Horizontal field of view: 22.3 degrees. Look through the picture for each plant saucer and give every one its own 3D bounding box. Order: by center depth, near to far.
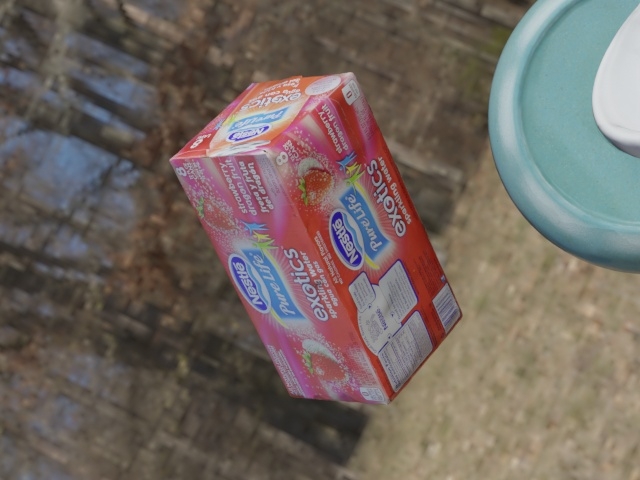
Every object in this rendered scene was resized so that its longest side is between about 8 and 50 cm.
[{"bbox_3d":[0.309,-0.128,1.525,0.318,0.317,0.043,-65,-19,1],"label":"plant saucer"}]

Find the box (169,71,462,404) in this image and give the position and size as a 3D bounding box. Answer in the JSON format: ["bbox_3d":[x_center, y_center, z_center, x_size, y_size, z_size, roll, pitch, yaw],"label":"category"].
[{"bbox_3d":[0.000,0.000,1.367,0.128,0.122,0.257,-47,-58,-37],"label":"box"}]

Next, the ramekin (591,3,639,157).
[{"bbox_3d":[0.362,-0.140,1.303,0.273,0.127,0.273,-37,25,20],"label":"ramekin"}]
